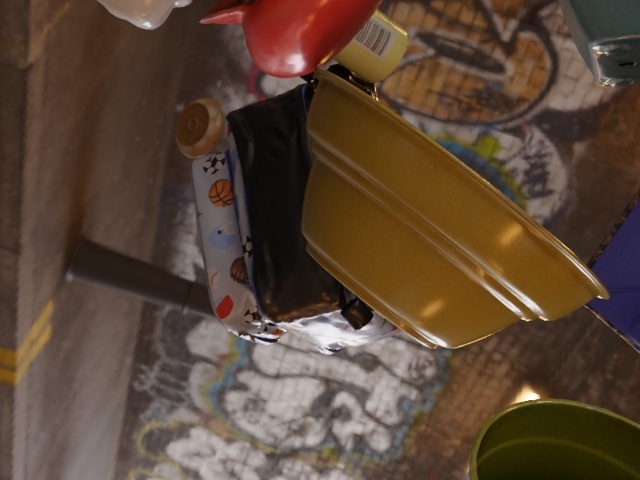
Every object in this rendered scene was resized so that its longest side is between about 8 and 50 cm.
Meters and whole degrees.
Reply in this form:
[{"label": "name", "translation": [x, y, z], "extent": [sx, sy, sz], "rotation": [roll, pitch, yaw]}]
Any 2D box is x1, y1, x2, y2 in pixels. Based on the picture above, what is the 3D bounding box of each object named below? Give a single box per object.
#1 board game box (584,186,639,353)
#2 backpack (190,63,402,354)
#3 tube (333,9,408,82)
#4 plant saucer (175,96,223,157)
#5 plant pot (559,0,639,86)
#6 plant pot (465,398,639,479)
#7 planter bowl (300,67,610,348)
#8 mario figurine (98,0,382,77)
[{"label": "board game box", "translation": [0.351, -0.047, 0.695], "extent": [0.291, 0.141, 0.232], "rotation": [-27, 152, -39]}, {"label": "backpack", "translation": [0.000, 0.000, 1.022], "extent": [0.263, 0.213, 0.276], "rotation": [32, 46, -57]}, {"label": "tube", "translation": [-0.027, -0.225, 0.884], "extent": [0.062, 0.240, 0.070], "rotation": [-54, -148, 13]}, {"label": "plant saucer", "translation": [-0.163, -0.150, 1.298], "extent": [0.015, 0.083, 0.083], "rotation": [20, 89, -52]}, {"label": "plant pot", "translation": [0.316, -0.279, 0.892], "extent": [0.247, 0.248, 0.252], "rotation": [19, 70, -70]}, {"label": "plant pot", "translation": [0.332, 0.477, 1.391], "extent": [0.366, 0.367, 0.353], "rotation": [-73, 179, -56]}, {"label": "planter bowl", "translation": [0.055, 0.000, 0.588], "extent": [0.090, 0.217, 0.217], "rotation": [-51, -178, 3]}, {"label": "mario figurine", "translation": [-0.061, -0.238, 0.545], "extent": [0.170, 0.198, 0.320], "rotation": [-124, -165, -56]}]
